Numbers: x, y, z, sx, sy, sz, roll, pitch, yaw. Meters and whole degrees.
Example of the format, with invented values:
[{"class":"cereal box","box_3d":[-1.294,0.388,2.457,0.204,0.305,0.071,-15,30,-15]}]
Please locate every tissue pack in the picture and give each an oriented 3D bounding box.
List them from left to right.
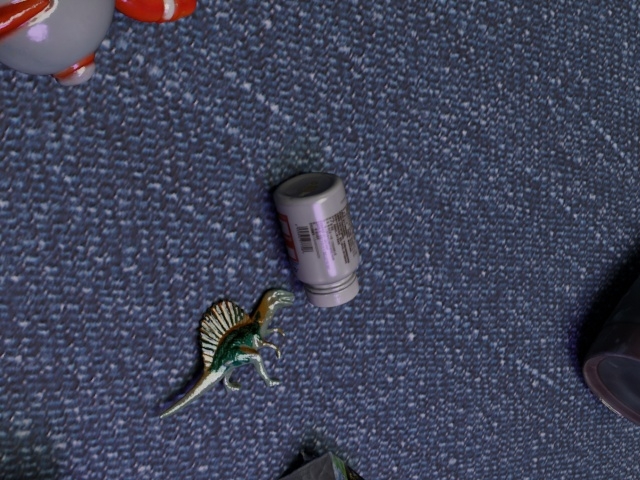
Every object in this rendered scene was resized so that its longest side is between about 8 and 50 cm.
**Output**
[{"class":"tissue pack","box_3d":[0.011,0.310,1.288,0.085,0.079,0.111,-33,128,15]}]

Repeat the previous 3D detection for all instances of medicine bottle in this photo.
[{"class":"medicine bottle","box_3d":[0.000,0.000,1.180,0.079,0.079,0.140,-30,121,-30]}]

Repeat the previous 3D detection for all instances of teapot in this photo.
[{"class":"teapot","box_3d":[0.575,0.143,1.632,0.312,0.233,0.315,-53,159,-21]}]

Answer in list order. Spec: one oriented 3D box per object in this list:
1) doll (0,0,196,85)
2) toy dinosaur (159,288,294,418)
[{"class":"doll","box_3d":[-0.205,-0.244,0.909,0.336,0.105,0.200,-51,131,-35]},{"class":"toy dinosaur","box_3d":[-0.102,0.118,1.162,0.187,0.044,0.106,-14,99,-23]}]
